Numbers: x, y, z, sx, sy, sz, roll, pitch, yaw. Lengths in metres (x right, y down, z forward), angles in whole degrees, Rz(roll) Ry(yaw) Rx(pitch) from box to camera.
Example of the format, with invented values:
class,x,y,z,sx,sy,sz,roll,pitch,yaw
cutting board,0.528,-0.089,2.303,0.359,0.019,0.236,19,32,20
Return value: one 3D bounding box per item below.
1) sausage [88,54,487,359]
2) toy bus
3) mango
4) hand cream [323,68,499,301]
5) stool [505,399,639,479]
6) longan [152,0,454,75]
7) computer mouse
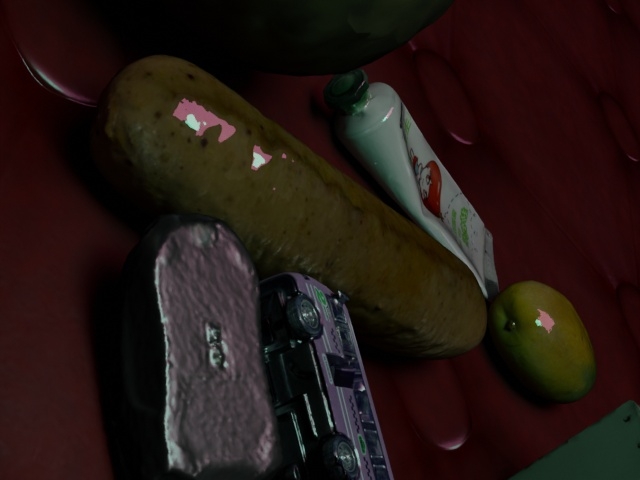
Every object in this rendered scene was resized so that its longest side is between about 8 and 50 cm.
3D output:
class,x,y,z,sx,sy,sz,roll,pitch,yaw
sausage,0.002,0.002,1.060,0.501,0.123,0.136,32,8,-41
toy bus,-0.010,0.130,0.955,0.108,0.096,0.199,17,54,-57
mango,0.260,0.119,1.406,0.195,0.092,0.130,35,37,-53
hand cream,0.114,-0.062,1.361,0.336,0.076,0.121,47,34,-37
stool,0.320,0.335,1.152,0.243,0.170,0.269,51,11,-19
longan,-0.011,-0.340,1.068,0.391,0.391,0.391,38,37,-36
computer mouse,-0.095,0.089,0.877,0.122,0.073,0.217,8,67,-40
